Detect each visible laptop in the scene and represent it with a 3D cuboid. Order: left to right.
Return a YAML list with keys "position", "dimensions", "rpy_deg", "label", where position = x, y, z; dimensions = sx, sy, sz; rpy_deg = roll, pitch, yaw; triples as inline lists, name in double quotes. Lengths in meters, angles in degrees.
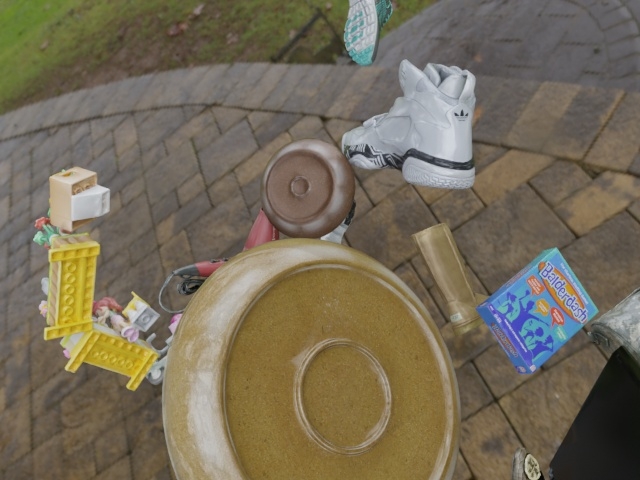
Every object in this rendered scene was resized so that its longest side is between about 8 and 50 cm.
- position: [0.305, 0.272, 0.674]
  dimensions: [0.137, 0.264, 0.234]
  rpy_deg: [-29, 8, 12]
  label: "laptop"

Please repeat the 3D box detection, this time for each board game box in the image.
- position: [0.430, 0.137, 1.459]
  dimensions: [0.210, 0.160, 0.047]
  rpy_deg: [-36, 3, -23]
  label: "board game box"

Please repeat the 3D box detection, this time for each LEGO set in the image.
- position: [-0.236, 0.046, 0.747]
  dimensions: [0.132, 0.287, 0.107]
  rpy_deg: [-41, 47, -17]
  label: "LEGO set"

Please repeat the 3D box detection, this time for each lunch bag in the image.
- position: [0.776, 0.186, 1.603]
  dimensions: [0.305, 0.212, 0.256]
  rpy_deg: [-37, 49, -5]
  label: "lunch bag"

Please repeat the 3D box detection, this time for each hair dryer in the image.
- position: [-0.172, 0.057, 1.506]
  dimensions: [0.080, 0.223, 0.293]
  rpy_deg: [33, 84, 32]
  label: "hair dryer"

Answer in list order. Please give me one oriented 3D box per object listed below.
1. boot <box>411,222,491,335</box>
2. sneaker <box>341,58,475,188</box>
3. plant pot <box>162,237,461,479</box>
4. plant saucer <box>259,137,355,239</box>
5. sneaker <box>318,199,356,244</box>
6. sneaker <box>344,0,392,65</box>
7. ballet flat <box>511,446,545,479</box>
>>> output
- position: [0.354, 0.082, 1.861]
  dimensions: [0.089, 0.236, 0.269]
  rpy_deg: [-27, 84, 34]
  label: "boot"
- position: [0.166, -0.226, 1.376]
  dimensions: [0.366, 0.137, 0.210]
  rpy_deg: [29, 115, 58]
  label: "sneaker"
- position: [0.011, 0.106, 0.502]
  dimensions: [0.032, 0.236, 0.236]
  rpy_deg: [-31, 36, 54]
  label: "plant pot"
- position: [-0.033, -0.101, 1.411]
  dimensions: [0.199, 0.036, 0.198]
  rpy_deg: [-1, 86, 21]
  label: "plant saucer"
- position: [0.000, 0.000, 1.706]
  dimensions: [0.106, 0.078, 0.234]
  rpy_deg: [9, 74, 55]
  label: "sneaker"
- position: [0.080, -0.340, 1.115]
  dimensions: [0.065, 0.076, 0.166]
  rpy_deg: [-10, 76, 48]
  label: "sneaker"
- position: [0.413, 0.488, 1.368]
  dimensions: [0.058, 0.249, 0.084]
  rpy_deg: [-6, 23, 43]
  label: "ballet flat"
